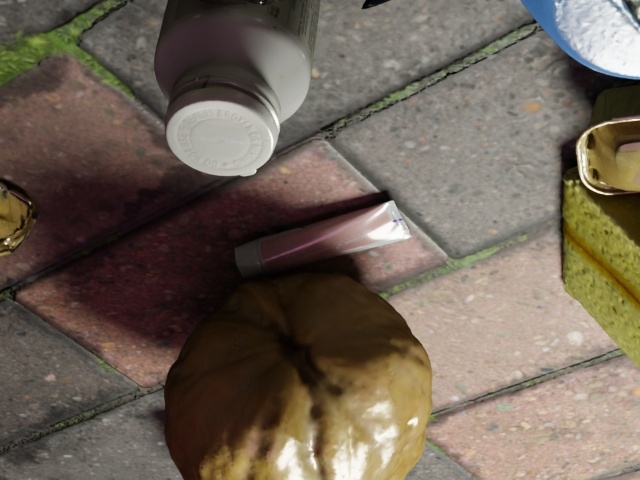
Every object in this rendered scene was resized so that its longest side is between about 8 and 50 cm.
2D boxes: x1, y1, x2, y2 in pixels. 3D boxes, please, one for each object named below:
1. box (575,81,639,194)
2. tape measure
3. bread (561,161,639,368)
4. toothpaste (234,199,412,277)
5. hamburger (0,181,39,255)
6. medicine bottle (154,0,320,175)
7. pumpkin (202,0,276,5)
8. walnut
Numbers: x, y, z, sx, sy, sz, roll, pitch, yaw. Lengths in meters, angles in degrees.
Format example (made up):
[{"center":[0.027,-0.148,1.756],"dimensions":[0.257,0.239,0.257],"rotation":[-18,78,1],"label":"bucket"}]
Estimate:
[{"center":[0.333,-0.094,1.254],"dimensions":[0.177,0.111,0.111],"rotation":[-5,139,14],"label":"box"},{"center":[0.223,-0.212,1.137],"dimensions":[0.351,0.098,0.215],"rotation":[-26,130,36],"label":"tape measure"},{"center":[0.374,0.113,1.298],"dimensions":[0.244,0.362,0.233],"rotation":[-4,140,8],"label":"bread"},{"center":[0.000,0.000,1.465],"dimensions":[0.194,0.043,0.067],"rotation":[-15,138,16],"label":"toothpaste"},{"center":[-0.406,-0.025,1.442],"dimensions":[0.176,0.102,0.087],"rotation":[33,146,-29],"label":"hamburger"},{"center":[-0.073,-0.163,1.137],"dimensions":[0.135,0.215,0.135],"rotation":[4,141,3],"label":"medicine bottle"},{"center":[-0.064,-0.291,1.006],"dimensions":[0.237,0.159,0.238],"rotation":[2,114,4],"label":"pumpkin"},{"center":[-0.026,0.199,1.513],"dimensions":[0.306,0.306,0.344],"rotation":[6,155,1],"label":"walnut"}]
